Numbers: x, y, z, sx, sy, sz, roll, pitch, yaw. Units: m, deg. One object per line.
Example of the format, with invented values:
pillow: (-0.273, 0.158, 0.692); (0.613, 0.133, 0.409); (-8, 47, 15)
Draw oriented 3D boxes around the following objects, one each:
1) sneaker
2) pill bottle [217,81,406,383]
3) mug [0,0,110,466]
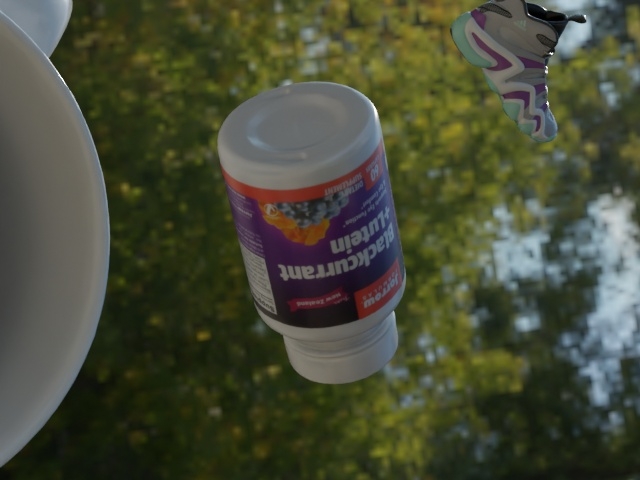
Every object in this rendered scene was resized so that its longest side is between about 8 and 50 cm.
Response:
sneaker: (0.128, -0.106, 1.028); (0.098, 0.069, 0.038); (47, 16, -30)
pill bottle: (0.000, 0.000, 1.195); (0.108, 0.108, 0.193); (-109, -174, -53)
mug: (-0.284, -0.034, 0.993); (0.276, 0.374, 0.328); (49, -25, -23)
